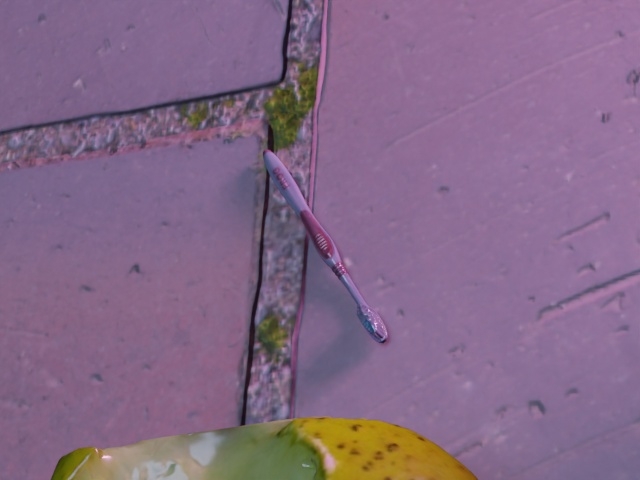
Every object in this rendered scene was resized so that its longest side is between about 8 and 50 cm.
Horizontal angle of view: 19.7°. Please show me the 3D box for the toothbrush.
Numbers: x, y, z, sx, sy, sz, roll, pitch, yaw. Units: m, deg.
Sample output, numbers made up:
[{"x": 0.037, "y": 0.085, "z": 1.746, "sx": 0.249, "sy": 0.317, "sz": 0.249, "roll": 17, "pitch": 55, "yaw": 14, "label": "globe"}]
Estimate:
[{"x": 0.000, "y": 0.000, "z": 1.287, "sx": 0.013, "sy": 0.019, "sz": 0.193, "roll": -37, "pitch": 52, "yaw": 8, "label": "toothbrush"}]

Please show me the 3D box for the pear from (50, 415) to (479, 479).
[{"x": -0.017, "y": 0.228, "z": 1.088, "sx": 0.282, "sy": 0.176, "sz": 0.286, "roll": -11, "pitch": 62, "yaw": 21, "label": "pear"}]
